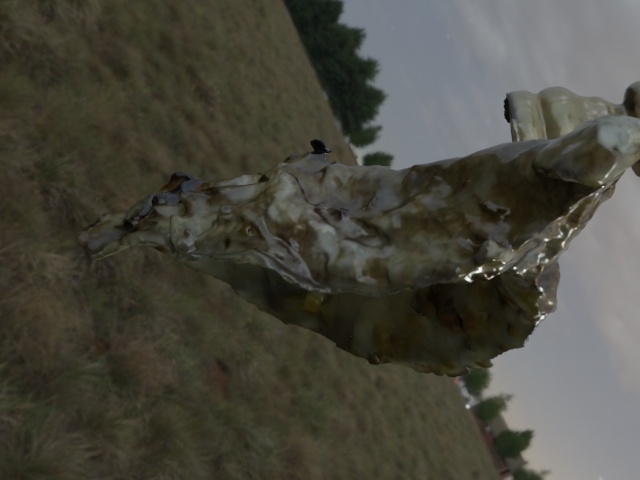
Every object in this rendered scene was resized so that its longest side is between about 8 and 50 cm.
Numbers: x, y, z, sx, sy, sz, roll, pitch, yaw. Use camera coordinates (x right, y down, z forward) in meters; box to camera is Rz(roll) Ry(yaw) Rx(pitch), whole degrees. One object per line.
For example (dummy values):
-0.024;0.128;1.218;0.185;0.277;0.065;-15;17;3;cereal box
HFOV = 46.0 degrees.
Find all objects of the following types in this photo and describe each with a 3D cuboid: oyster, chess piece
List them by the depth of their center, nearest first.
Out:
0.024;0.011;0.477;0.204;0.396;0.111;38;61;-42;oyster
0.346;-0.122;0.846;0.143;0.261;0.143;-10;90;-76;chess piece
